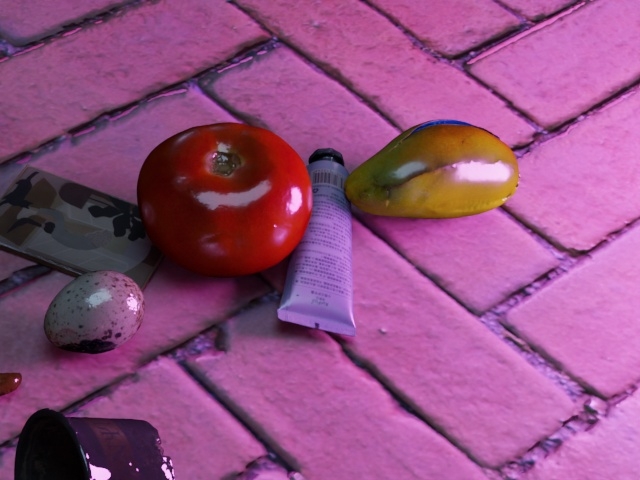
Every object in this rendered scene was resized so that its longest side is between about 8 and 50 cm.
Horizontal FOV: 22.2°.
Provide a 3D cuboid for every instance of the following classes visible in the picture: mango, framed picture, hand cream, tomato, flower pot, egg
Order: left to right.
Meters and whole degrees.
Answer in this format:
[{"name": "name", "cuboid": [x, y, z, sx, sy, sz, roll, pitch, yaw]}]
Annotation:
[{"name": "framed picture", "cuboid": [-0.271, -0.012, 1.843, 0.201, 0.010, 0.136, 20, 42, 8]}, {"name": "egg", "cuboid": [-0.236, 0.077, 1.702, 0.110, 0.085, 0.085, -28, 56, -29]}, {"name": "flower pot", "cuboid": [-0.204, 0.228, 1.511, 0.107, 0.157, 0.157, -5, 44, -36]}, {"name": "tomato", "cuboid": [-0.106, -0.043, 1.817, 0.195, 0.136, 0.195, 2, 48, -3]}, {"name": "hand cream", "cuboid": [0.000, 0.000, 1.870, 0.091, 0.058, 0.271, 15, 45, -13]}, {"name": "mango", "cuboid": [0.132, -0.082, 1.940, 0.233, 0.111, 0.125, -9, 26, -27]}]

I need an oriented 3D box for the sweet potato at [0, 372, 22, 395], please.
[{"name": "sweet potato", "cuboid": [-0.402, 0.167, 1.588, 0.249, 0.059, 0.069, -9, 34, -28]}]
